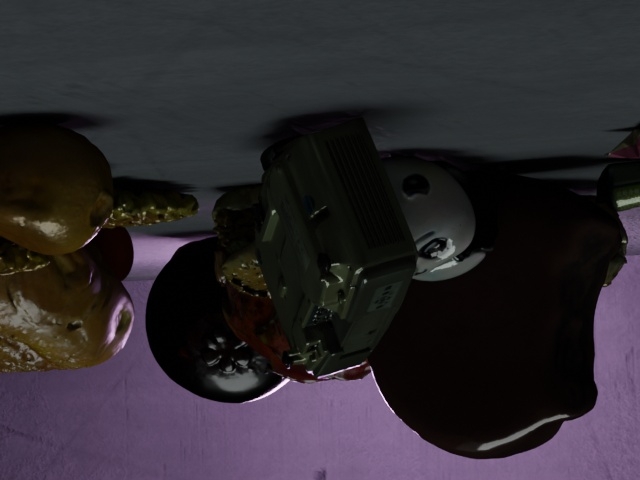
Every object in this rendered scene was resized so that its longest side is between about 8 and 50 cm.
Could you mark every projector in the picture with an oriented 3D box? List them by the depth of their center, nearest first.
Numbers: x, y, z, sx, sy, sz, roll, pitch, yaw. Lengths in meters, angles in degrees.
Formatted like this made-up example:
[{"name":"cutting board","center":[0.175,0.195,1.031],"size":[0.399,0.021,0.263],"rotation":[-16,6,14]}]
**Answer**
[{"name":"projector","center":[0.000,0.000,1.480],"size":[0.088,0.193,0.269],"rotation":[-15,160,-17]}]

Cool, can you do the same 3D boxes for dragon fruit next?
[{"name":"dragon fruit","center":[-0.014,0.072,2.192],"size":[0.250,0.250,0.315],"rotation":[1,173,-41]}]

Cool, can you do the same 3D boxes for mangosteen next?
[{"name":"mangosteen","center":[-0.149,0.134,2.739],"size":[0.297,0.297,0.313],"rotation":[-2,173,0]}]

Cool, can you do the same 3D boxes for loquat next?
[{"name":"loquat","center":[-0.244,-0.046,1.372],"size":[0.137,0.113,0.137],"rotation":[8,-174,-1]}]

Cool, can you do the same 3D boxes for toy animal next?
[{"name":"toy animal","center":[0.092,-0.018,1.723],"size":[0.166,0.138,0.179],"rotation":[-22,173,24]}]

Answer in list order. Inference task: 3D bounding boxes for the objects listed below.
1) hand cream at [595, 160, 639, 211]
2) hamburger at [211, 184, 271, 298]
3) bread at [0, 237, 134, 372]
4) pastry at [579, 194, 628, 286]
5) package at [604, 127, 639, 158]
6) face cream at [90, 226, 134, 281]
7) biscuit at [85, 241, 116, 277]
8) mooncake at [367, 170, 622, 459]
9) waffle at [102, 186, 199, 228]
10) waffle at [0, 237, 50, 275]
[{"name":"hand cream","center":[0.418,-0.075,1.783],"size":[0.235,0.055,0.086],"rotation":[-11,175,14]},{"name":"hamburger","center":[-0.047,0.002,1.974],"size":[0.177,0.113,0.185],"rotation":[4,163,-19]},{"name":"bread","center":[-0.441,0.091,2.174],"size":[0.337,0.148,0.328],"rotation":[-2,150,25]},{"name":"pastry","center":[0.251,0.003,2.116],"size":[0.330,0.136,0.329],"rotation":[-3,176,0]},{"name":"package","center":[0.313,-0.094,1.531],"size":[0.059,0.029,0.083],"rotation":[-4,168,-21]},{"name":"face cream","center":[-0.388,0.024,2.396],"size":[0.214,0.095,0.096],"rotation":[-5,175,33]},{"name":"biscuit","center":[-0.416,0.054,2.311],"size":[0.257,0.049,0.273],"rotation":[11,155,4]},{"name":"mooncake","center":[0.209,0.073,1.857],"size":[0.334,0.326,0.174],"rotation":[-29,164,24]},{"name":"waffle","center":[-0.276,-0.036,1.919],"size":[0.245,0.052,0.254],"rotation":[-5,177,22]},{"name":"waffle","center":[-0.428,0.027,1.827],"size":[0.229,0.051,0.232],"rotation":[-5,180,-42]}]
